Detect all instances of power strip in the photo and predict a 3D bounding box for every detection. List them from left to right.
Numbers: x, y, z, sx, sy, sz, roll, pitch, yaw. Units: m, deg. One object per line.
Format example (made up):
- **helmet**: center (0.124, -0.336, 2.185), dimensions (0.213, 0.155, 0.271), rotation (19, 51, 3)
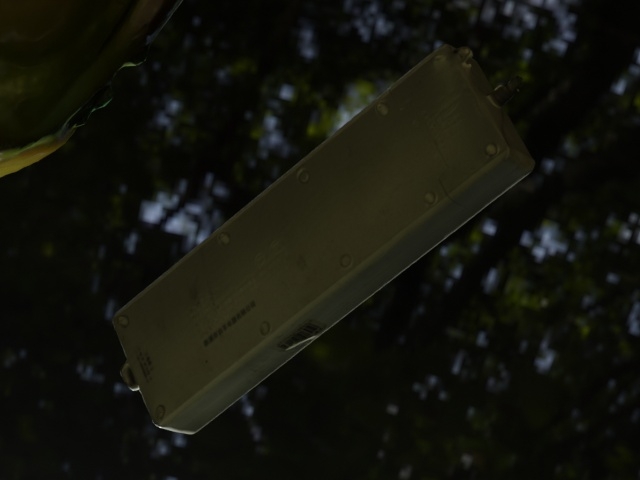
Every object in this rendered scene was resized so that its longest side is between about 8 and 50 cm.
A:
- **power strip**: center (0.000, 0.000, 1.305), dimensions (0.043, 0.367, 0.106), rotation (19, -142, -53)

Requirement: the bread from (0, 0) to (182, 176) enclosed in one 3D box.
- **bread**: center (-0.189, -0.071, 0.658), dimensions (0.112, 0.383, 0.166), rotation (49, -129, -24)
